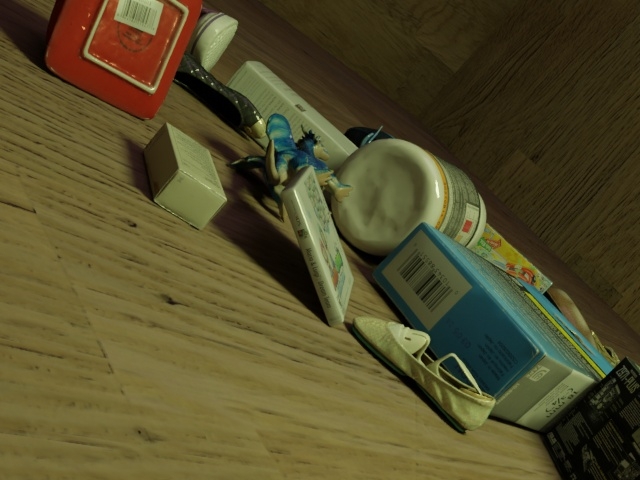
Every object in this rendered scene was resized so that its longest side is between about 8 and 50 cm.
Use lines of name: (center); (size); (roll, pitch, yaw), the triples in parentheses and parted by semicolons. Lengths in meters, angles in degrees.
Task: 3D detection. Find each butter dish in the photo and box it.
butter dish: (-0.233, -0.235, 0.988); (0.118, 0.159, 0.160); (22, -2, 40)

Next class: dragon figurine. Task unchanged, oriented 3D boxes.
dragon figurine: (-0.050, -0.097, 1.121); (0.144, 0.085, 0.289); (46, 14, 21)

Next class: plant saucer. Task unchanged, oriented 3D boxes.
plant saucer: (0.448, 0.160, 1.618); (0.198, 0.036, 0.198); (-25, 90, -88)

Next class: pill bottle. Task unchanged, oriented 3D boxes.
pill bottle: (0.140, -0.047, 1.319); (0.162, 0.162, 0.278); (47, 15, 23)

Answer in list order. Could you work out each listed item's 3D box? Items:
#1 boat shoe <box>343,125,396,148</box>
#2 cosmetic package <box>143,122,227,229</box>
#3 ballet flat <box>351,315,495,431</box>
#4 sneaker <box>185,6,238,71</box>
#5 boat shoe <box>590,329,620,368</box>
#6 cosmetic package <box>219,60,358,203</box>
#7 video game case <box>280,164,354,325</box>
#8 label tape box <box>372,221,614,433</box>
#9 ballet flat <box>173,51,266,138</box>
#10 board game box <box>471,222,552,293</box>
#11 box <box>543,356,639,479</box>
boat shoe: (0.107, -0.141, 1.624); (0.089, 0.109, 0.258); (6, 23, -38)
cosmetic package: (-0.133, -0.064, 0.881); (0.060, 0.041, 0.115); (34, 15, -28)
ballet flat: (0.108, 0.124, 0.930); (0.168, 0.052, 0.057); (42, 14, 4)
sneaker: (-0.218, -0.336, 1.406); (0.161, 0.102, 0.282); (35, 4, -12)
boat shoe: (0.603, 0.237, 1.938); (0.153, 0.048, 0.056); (33, 16, -31)
cosmetic package: (-0.039, -0.164, 1.365); (0.231, 0.085, 0.117); (40, 14, 0)
video game case: (0.000, 0.000, 0.953); (0.157, 0.019, 0.143); (-65, 136, -75)
label tape box: (0.248, 0.130, 1.181); (0.334, 0.106, 0.240); (26, 20, -49)
ballet flat: (-0.149, -0.197, 1.277); (0.173, 0.057, 0.049); (38, 54, -9)
board game box: (0.312, 0.059, 1.585); (0.154, 0.103, 0.026); (43, 14, 9)
box: (0.351, 0.241, 1.027); (0.077, 0.147, 0.180); (37, 13, -14)
